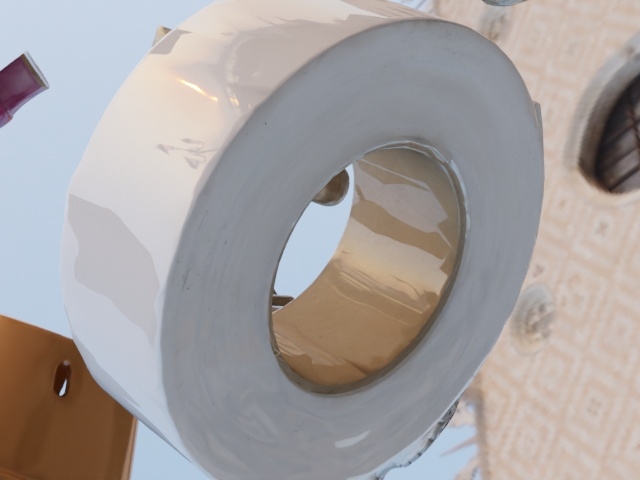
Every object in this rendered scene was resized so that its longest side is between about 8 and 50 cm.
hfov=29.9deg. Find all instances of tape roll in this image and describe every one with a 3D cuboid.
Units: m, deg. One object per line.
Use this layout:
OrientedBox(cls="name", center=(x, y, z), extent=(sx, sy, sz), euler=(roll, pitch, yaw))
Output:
OrientedBox(cls="tape roll", center=(0.000, 0.000, 0.682), extent=(0.286, 0.286, 0.100), euler=(-14, -150, -39))

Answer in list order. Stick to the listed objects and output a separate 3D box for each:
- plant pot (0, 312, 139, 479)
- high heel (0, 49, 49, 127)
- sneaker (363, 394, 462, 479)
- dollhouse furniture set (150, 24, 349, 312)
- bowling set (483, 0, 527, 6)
OrientedBox(cls="plant pot", center=(-0.310, 0.198, 1.256), extent=(0.290, 0.291, 0.204), euler=(25, -103, -19))
OrientedBox(cls="high heel", center=(-0.410, -0.233, 1.311), extent=(0.244, 0.117, 0.082), euler=(56, -178, -17))
OrientedBox(cls="sneaker", center=(0.064, 0.210, 1.411), extent=(0.129, 0.297, 0.111), euler=(44, -147, 2))
OrientedBox(cls="dollhouse furniture set", center=(-0.045, -0.041, 1.030), extent=(0.161, 0.242, 0.212), euler=(23, -171, 33))
OrientedBox(cls="bowling set", center=(0.100, -0.215, 0.438), extent=(0.199, 0.154, 0.287), euler=(0, -128, -41))
